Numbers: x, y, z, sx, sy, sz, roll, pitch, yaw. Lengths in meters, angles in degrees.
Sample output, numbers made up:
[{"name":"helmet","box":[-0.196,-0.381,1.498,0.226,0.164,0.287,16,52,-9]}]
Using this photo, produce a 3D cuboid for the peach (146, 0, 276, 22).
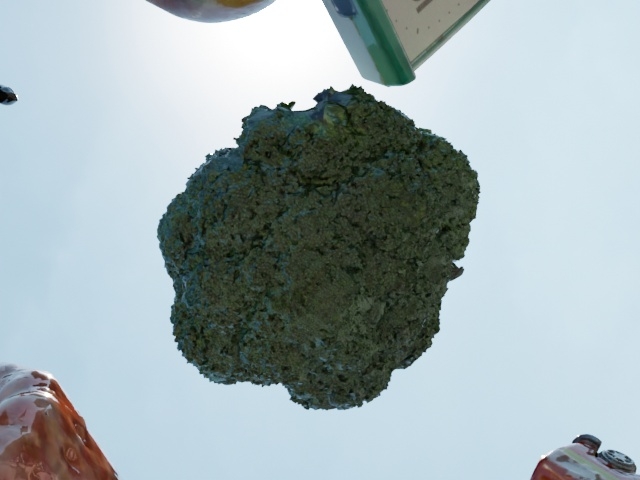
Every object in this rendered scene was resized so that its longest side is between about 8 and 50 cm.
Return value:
[{"name":"peach","box":[-0.122,-0.435,1.546,0.308,0.307,0.332,32,-96,-43]}]

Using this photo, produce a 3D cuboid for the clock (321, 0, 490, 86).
[{"name":"clock","box":[0.056,-0.297,1.037,0.231,0.116,0.262,-45,-56,-23]}]

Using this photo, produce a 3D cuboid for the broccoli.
[{"name":"broccoli","box":[0.000,0.000,1.013,0.269,0.270,0.270,-3,-65,-6]}]

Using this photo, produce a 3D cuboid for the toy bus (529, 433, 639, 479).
[{"name":"toy bus","box":[0.201,0.194,0.778,0.077,0.174,0.079,5,-69,-49]}]

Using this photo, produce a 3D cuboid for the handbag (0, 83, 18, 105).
[{"name":"handbag","box":[-0.177,-0.066,0.586,0.072,0.111,0.047,-17,-85,-6]}]

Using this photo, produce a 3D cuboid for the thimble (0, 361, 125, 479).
[{"name":"thimble","box":[-0.190,0.179,0.612,0.239,0.239,0.162,-37,-76,-20]}]
